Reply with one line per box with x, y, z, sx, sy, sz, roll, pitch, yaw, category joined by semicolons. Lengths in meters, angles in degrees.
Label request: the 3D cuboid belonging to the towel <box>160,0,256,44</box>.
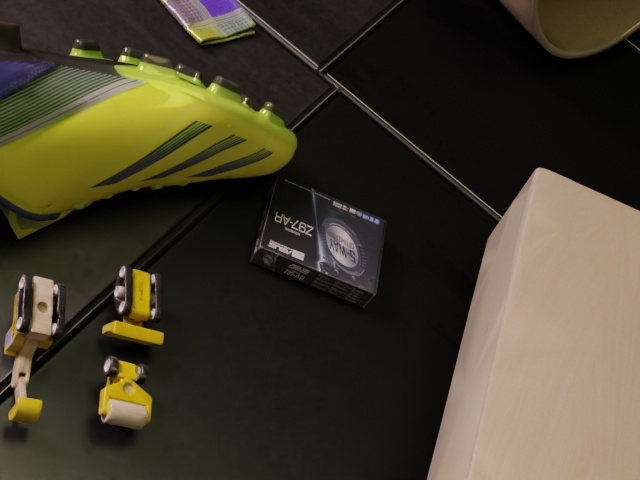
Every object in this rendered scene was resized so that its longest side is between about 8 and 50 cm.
-0.091;-0.181;0.798;0.060;0.009;0.083;-23;70;-40;towel

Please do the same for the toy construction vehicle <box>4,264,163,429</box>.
-0.129;0.058;0.586;0.086;0.035;0.098;15;52;-33;toy construction vehicle

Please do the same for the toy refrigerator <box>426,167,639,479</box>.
0.142;0.088;0.673;0.102;0.094;0.269;24;47;-3;toy refrigerator

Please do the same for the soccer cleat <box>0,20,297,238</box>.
-0.141;-0.059;0.639;0.289;0.121;0.093;6;11;-41;soccer cleat

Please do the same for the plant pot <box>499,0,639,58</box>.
0.187;-0.342;0.942;0.257;0.256;0.274;-17;50;-37;plant pot

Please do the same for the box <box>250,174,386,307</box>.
0.000;0.000;0.707;0.083;0.018;0.067;23;48;-12;box
